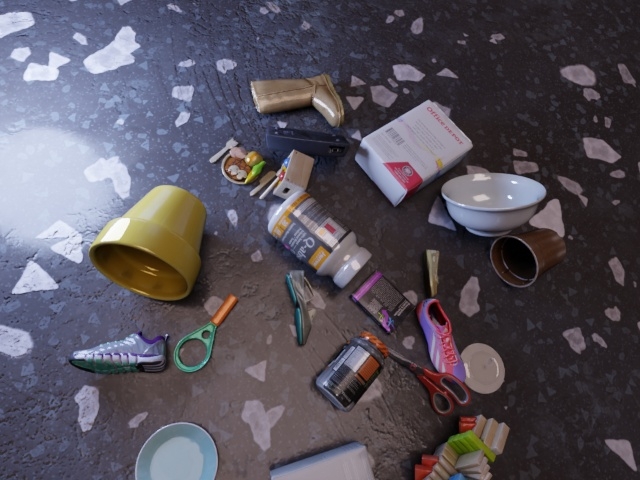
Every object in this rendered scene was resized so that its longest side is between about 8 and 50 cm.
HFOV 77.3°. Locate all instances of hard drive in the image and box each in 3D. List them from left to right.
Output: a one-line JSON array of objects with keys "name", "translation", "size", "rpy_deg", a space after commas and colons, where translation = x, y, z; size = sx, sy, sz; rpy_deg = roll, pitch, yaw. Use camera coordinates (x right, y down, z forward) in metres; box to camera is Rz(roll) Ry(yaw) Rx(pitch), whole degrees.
[{"name": "hard drive", "translation": [-0.045, -0.313, 1.266], "size": [0.255, 0.054, 0.172], "rpy_deg": [4, 25, -9]}]

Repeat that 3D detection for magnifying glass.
[{"name": "magnifying glass", "translation": [-0.302, 0.245, 1.077], "size": [0.092, 0.026, 0.230], "rpy_deg": [33, 67, 4]}]

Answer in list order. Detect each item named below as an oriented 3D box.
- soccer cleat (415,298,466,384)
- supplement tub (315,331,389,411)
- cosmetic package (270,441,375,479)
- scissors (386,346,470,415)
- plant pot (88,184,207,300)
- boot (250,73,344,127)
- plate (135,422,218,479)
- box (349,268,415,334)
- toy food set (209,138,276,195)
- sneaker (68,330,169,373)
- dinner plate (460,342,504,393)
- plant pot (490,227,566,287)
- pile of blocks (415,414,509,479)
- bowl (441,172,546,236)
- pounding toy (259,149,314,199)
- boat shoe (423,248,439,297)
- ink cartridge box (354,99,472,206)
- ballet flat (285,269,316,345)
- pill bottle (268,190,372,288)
[{"name": "soccer cleat", "translation": [0.345, 0.283, 1.129], "size": [0.083, 0.095, 0.247], "rpy_deg": [-16, 72, -15]}, {"name": "supplement tub", "translation": [0.088, 0.340, 1.054], "size": [0.117, 0.117, 0.190], "rpy_deg": [43, 68, 8]}, {"name": "cosmetic package", "translation": [0.007, 0.586, 0.959], "size": [0.238, 0.107, 0.127], "rpy_deg": [-11, 72, -10]}, {"name": "scissors", "translation": [0.280, 0.355, 1.114], "size": [0.297, 0.021, 0.109], "rpy_deg": [46, 100, 12]}, {"name": "plant pot", "translation": [-0.416, -0.008, 1.048], "size": [0.254, 0.254, 0.238], "rpy_deg": [17, 53, -3]}, {"name": "boot", "translation": [-0.078, -0.457, 1.350], "size": [0.270, 0.089, 0.236], "rpy_deg": [-13, 62, -14]}, {"name": "plate", "translation": [-0.342, 0.538, 0.960], "size": [0.189, 0.024, 0.187], "rpy_deg": [3, 70, -8]}, {"name": "box", "translation": [0.182, 0.180, 1.178], "size": [0.116, 0.029, 0.162], "rpy_deg": [-42, 79, -20]}, {"name": "toy food set", "translation": [-0.246, -0.239, 1.260], "size": [0.192, 0.038, 0.132], "rpy_deg": [38, 69, 6]}, {"name": "sneaker", "translation": [-0.504, 0.280, 1.016], "size": [0.224, 0.083, 0.098], "rpy_deg": [6, 48, -12]}, {"name": "dinner plate", "translation": [0.471, 0.369, 1.161], "size": [0.142, 0.017, 0.141], "rpy_deg": [4, 69, -9]}, {"name": "plant pot", "translation": [0.653, 0.042, 1.245], "size": [0.165, 0.167, 0.166], "rpy_deg": [-18, 73, -24]}, {"name": "pile of blocks", "translation": [0.316, 0.564, 0.990], "size": [0.112, 0.149, 0.362], "rpy_deg": [45, 70, 8]}, {"name": "bowl", "translation": [0.530, -0.102, 1.254], "size": [0.298, 0.133, 0.297], "rpy_deg": [-5, 28, 3]}, {"name": "pounding toy", "translation": [-0.104, -0.186, 1.223], "size": [0.100, 0.141, 0.130], "rpy_deg": [22, 67, -18]}, {"name": "boat shoe", "translation": [0.345, 0.099, 1.222], "size": [0.048, 0.056, 0.152], "rpy_deg": [4, 62, -3]}, {"name": "ink cartridge box", "translation": [0.304, -0.289, 1.320], "size": [0.306, 0.131, 0.226], "rpy_deg": [-33, 77, -20]}, {"name": "ballet flat", "translation": [-0.045, 0.182, 1.118], "size": [0.068, 0.072, 0.213], "rpy_deg": [-7, 70, -16]}, {"name": "pill bottle", "translation": [0.000, 0.000, 1.145], "size": [0.278, 0.162, 0.162], "rpy_deg": [41, 69, 7]}]
